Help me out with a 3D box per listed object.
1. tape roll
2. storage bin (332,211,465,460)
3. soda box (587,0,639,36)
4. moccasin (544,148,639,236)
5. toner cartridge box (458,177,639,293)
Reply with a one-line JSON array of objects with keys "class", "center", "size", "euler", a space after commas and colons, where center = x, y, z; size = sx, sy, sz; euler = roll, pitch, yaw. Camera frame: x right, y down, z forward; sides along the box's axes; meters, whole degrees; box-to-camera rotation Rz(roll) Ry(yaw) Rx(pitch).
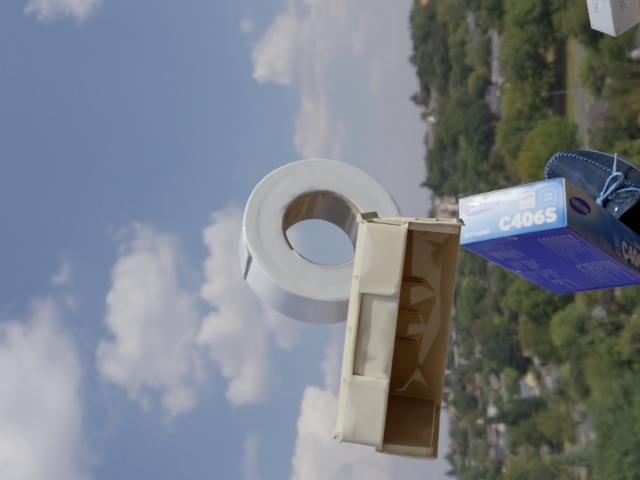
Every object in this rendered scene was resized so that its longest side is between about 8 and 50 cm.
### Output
[{"class": "tape roll", "center": [0.000, 0.000, 1.477], "size": [0.100, 0.286, 0.286], "euler": [110, 161, -60]}, {"class": "storage bin", "center": [0.101, 0.099, 1.030], "size": [0.260, 0.123, 0.262], "euler": [-18, -65, -81]}, {"class": "soda box", "center": [0.547, -0.502, 1.604], "size": [0.074, 0.069, 0.216], "euler": [48, 168, 51]}, {"class": "moccasin", "center": [0.544, -0.059, 1.488], "size": [0.117, 0.342, 0.138], "euler": [-23, -42, -50]}, {"class": "toner cartridge box", "center": [0.367, 0.004, 1.298], "size": [0.348, 0.165, 0.075], "euler": [23, -118, -49]}]
